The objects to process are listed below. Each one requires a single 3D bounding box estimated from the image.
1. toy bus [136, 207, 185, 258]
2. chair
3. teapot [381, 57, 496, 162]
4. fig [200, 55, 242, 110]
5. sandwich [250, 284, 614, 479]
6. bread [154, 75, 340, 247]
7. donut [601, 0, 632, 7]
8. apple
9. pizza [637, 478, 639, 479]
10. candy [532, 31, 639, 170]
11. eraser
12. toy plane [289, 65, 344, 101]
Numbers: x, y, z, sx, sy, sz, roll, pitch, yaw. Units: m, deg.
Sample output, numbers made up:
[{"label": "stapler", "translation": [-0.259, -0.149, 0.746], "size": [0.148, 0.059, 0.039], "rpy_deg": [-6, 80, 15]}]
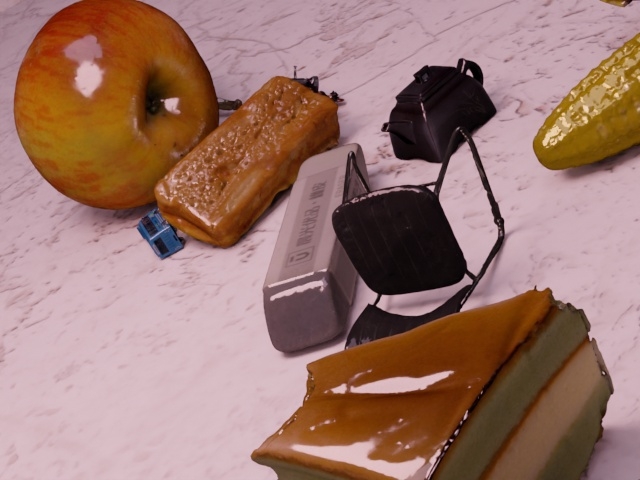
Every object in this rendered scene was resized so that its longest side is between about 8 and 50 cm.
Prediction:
[{"label": "toy bus", "translation": [-0.211, -0.010, 1.733], "size": [0.046, 0.038, 0.083], "rpy_deg": [-33, 27, -6]}, {"label": "chair", "translation": [0.084, 0.011, 1.327], "size": [0.140, 0.145, 0.221], "rpy_deg": [-11, 32, 28]}, {"label": "teapot", "translation": [0.141, -0.172, 1.645], "size": [0.177, 0.096, 0.087], "rpy_deg": [-41, 30, -27]}, {"label": "fig", "translation": [-0.231, -0.245, 2.062], "size": [0.202, 0.148, 0.149], "rpy_deg": [4, 66, -12]}, {"label": "sandwich", "translation": [0.089, 0.152, 1.060], "size": [0.198, 0.155, 0.227], "rpy_deg": [4, 40, 44]}, {"label": "bread", "translation": [-0.086, -0.102, 1.723], "size": [0.139, 0.077, 0.271], "rpy_deg": [29, 57, 20]}, {"label": "donut", "translation": [0.471, -0.321, 1.522], "size": [0.259, 0.136, 0.345], "rpy_deg": [-1, 21, -12]}, {"label": "apple", "translation": [-0.274, -0.190, 1.844], "size": [0.301, 0.301, 0.301], "rpy_deg": [-21, 28, 11]}, {"label": "pizza", "translation": [0.223, 0.235, 0.916], "size": [0.161, 0.062, 0.182], "rpy_deg": [5, 45, 35]}, {"label": "candy", "translation": [0.320, -0.143, 1.447], "size": [0.199, 0.094, 0.106], "rpy_deg": [-35, 63, 0]}, {"label": "eraser", "translation": [0.000, 0.000, 1.509], "size": [0.089, 0.061, 0.352], "rpy_deg": [-17, 28, 18]}, {"label": "toy plane", "translation": [-0.034, -0.218, 1.916], "size": [0.130, 0.061, 0.189], "rpy_deg": [-3, 25, -5]}]
